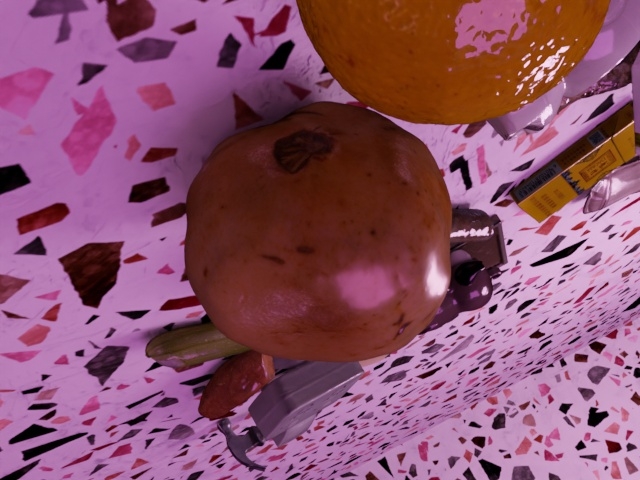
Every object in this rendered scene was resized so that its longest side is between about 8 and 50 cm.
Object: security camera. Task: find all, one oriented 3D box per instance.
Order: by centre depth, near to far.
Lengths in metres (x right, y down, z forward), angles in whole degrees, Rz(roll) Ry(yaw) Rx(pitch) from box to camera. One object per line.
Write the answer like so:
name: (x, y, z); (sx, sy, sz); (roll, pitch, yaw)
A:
security camera: (0.260, -0.250, 0.758); (0.236, 0.194, 0.194); (-38, 151, 7)

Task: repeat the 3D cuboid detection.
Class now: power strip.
power strip: (-0.058, 0.340, 1.483); (0.230, 0.141, 0.261); (-19, 154, -37)

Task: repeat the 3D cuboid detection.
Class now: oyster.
oyster: (0.395, -0.227, 1.030); (0.106, 0.061, 0.200); (1, 148, -41)

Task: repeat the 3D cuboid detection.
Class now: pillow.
pillow: (0.678, -0.134, 1.463); (0.233, 0.038, 0.130); (-23, 140, -13)

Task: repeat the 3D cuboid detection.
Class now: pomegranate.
pomegranate: (0.000, 0.000, 0.807); (0.333, 0.332, 0.332); (-21, 151, -12)

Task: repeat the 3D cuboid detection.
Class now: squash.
squash: (-0.198, 0.179, 1.178); (0.239, 0.069, 0.069); (-7, 146, -35)

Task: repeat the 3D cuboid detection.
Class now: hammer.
hammer: (-0.127, 0.471, 1.670); (0.227, 0.158, 0.041); (-27, 157, -29)

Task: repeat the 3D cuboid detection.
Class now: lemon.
lemon: (0.108, -0.234, 0.557); (0.293, 0.293, 0.293); (-21, 151, -12)

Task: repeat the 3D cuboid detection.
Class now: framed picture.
framed picture: (0.255, 0.082, 1.466); (0.335, 0.022, 0.247); (-30, 151, 5)

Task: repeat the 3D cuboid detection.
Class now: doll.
doll: (0.247, 0.112, 1.363); (0.257, 0.117, 0.182); (-31, 153, 8)

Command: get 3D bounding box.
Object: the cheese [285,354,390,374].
cheese: (0.041, 0.280, 1.576); (0.256, 0.050, 0.127); (-17, 150, -5)

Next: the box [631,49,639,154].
box: (0.546, -0.259, 0.977); (0.299, 0.106, 0.200); (34, 79, -60)

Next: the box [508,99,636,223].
box: (0.513, -0.146, 1.303); (0.279, 0.041, 0.153); (-39, 149, 20)

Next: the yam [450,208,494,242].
yam: (0.239, -0.026, 1.232); (0.170, 0.068, 0.068); (-1, 142, -34)

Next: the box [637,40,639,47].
box: (0.482, -0.309, 1.030); (0.083, 0.012, 0.046); (-24, 151, -4)

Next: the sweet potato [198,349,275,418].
sweet potato: (-0.174, 0.296, 1.364); (0.097, 0.097, 0.251); (8, 134, -48)
